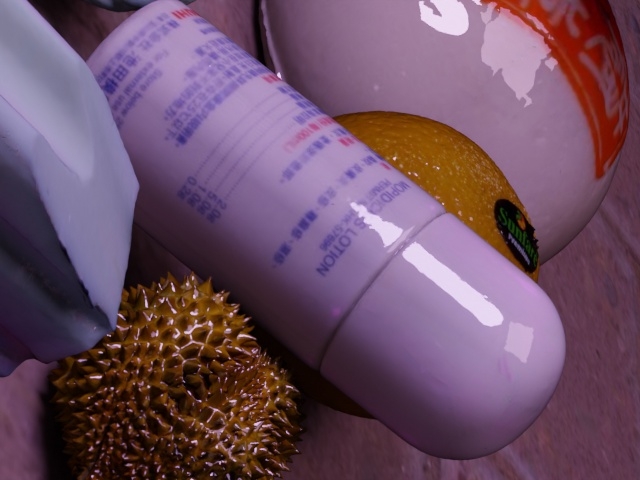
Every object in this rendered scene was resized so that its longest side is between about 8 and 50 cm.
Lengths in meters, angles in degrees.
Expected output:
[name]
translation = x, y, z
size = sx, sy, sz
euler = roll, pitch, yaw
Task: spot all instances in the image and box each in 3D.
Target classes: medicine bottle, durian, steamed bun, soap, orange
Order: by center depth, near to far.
[soap]
translation = -0.223, -0.060, 0.919
size = 0.324, 0.193, 0.109
euler = 47, 34, -42
[durian]
translation = -0.086, 0.099, 1.176
size = 0.158, 0.137, 0.168
euler = 47, 42, -4
[medicine bottle]
translation = 0.000, 0.000, 1.218
size = 0.341, 0.130, 0.130
euler = 38, 22, 12
[orange]
translation = 0.046, 0.018, 1.397
size = 0.236, 0.236, 0.236
euler = 44, 36, -44
[steamed bun]
translation = 0.122, -0.149, 1.649
size = 0.374, 0.241, 0.374
euler = 42, 36, -41

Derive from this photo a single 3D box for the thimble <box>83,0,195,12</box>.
[thimble]
translation = -0.133, -0.262, 1.281
size = 0.211, 0.185, 0.149
euler = 26, 37, -10
